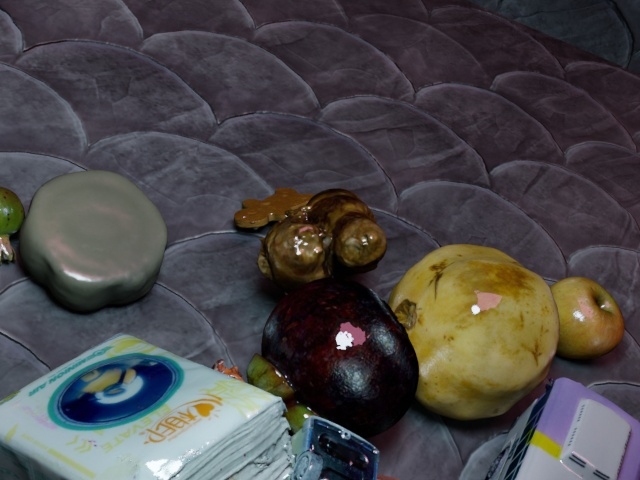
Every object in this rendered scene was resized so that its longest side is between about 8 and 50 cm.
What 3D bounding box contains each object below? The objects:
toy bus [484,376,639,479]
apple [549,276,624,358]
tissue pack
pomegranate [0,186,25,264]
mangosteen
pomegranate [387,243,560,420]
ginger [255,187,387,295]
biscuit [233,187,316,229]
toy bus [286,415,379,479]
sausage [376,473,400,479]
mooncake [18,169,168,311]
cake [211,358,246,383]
[{"bbox_3d":[0.387,0.443,1.592,0.209,0.249,0.440,33,43,7],"label":"toy bus"},{"bbox_3d":[0.544,0.168,2.020,0.182,0.155,0.182,24,42,-24],"label":"apple"},{"bbox_3d":[-0.269,0.290,1.354,0.388,0.162,0.287,13,33,42],"label":"tissue pack"},{"bbox_3d":[-0.577,-0.027,1.698,0.114,0.114,0.142,-13,80,-35],"label":"pomegranate"},{"bbox_3d":[0.018,0.214,1.639,0.300,0.300,0.300,14,44,-14],"label":"mangosteen"},{"bbox_3d":[0.284,0.171,1.794,0.332,0.332,0.332,14,44,-14],"label":"pomegranate"},{"bbox_3d":[0.000,0.000,1.840,0.254,0.176,0.418,-13,9,5],"label":"ginger"},{"bbox_3d":[-0.101,-0.062,1.982,0.138,0.031,0.205,16,27,34],"label":"biscuit"},{"bbox_3d":[-0.019,0.444,1.431,0.152,0.190,0.312,30,40,-19],"label":"toy bus"},{"bbox_3d":[0.066,0.406,1.630,0.147,0.035,0.030,17,46,-8],"label":"sausage"},{"bbox_3d":[-0.409,0.004,1.725,0.275,0.135,0.275,14,47,-15],"label":"mooncake"},{"bbox_3d":[-0.206,0.306,1.547,0.098,0.135,0.287,39,51,-7],"label":"cake"}]
